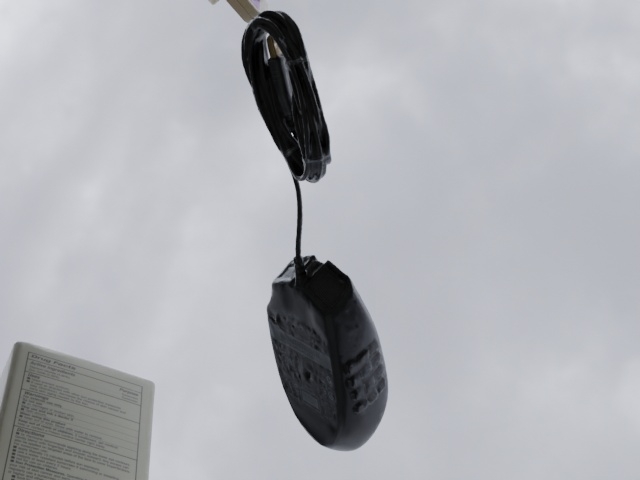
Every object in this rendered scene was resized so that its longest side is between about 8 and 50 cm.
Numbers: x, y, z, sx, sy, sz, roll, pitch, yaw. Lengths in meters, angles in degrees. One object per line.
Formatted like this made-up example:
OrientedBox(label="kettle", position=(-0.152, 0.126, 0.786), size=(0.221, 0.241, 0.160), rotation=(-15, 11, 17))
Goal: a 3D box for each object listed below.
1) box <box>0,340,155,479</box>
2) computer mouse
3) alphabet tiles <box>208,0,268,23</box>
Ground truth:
OrientedBox(label="box", position=(-0.234, 0.239, 1.067), size=(0.311, 0.148, 0.121), rotation=(-96, -150, -59))
OrientedBox(label="computer mouse", position=(0.000, 0.000, 0.633), size=(0.071, 0.041, 0.242), rotation=(27, -50, 53))
OrientedBox(label="alphabet tiles", position=(-0.143, -0.325, 1.144), size=(0.021, 0.284, 0.278), rotation=(-35, -157, 16))
